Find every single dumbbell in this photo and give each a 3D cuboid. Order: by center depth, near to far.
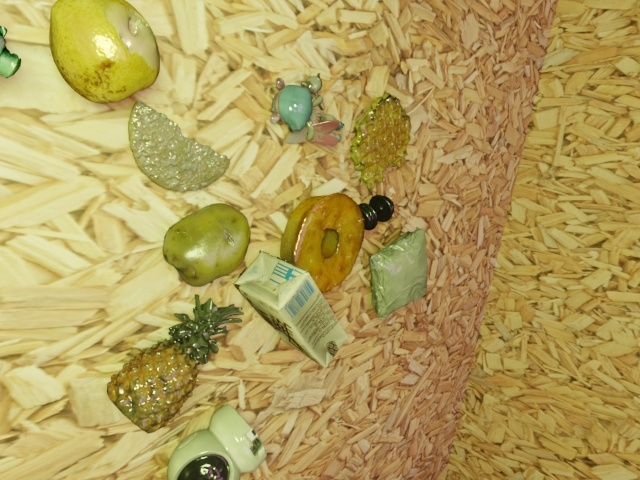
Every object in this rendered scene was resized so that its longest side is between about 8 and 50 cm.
[{"bbox_3d":[0.181,-0.095,1.407,0.208,0.099,0.099,-28,124,-38],"label":"dumbbell"}]

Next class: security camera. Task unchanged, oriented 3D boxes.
[{"bbox_3d":[-0.283,0.576,1.084,0.236,0.194,0.195,-33,127,-30],"label":"security camera"}]

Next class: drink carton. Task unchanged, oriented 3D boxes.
[{"bbox_3d":[-0.077,0.197,1.157,0.132,0.194,0.324,-50,135,-21],"label":"drink carton"}]

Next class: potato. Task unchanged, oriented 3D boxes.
[{"bbox_3d":[-0.250,0.007,0.937,0.200,0.137,0.155,-41,131,-29],"label":"potato"}]

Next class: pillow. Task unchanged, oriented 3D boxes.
[{"bbox_3d":[0.300,0.134,1.600,0.283,0.138,0.310,-24,120,-30],"label":"pillow"}]

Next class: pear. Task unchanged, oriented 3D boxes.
[{"bbox_3d":[-0.353,-0.319,0.680,0.178,0.178,0.178,-20,119,-42],"label":"pear"}]

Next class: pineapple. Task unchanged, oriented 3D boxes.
[{"bbox_3d":[-0.310,0.256,0.954,0.340,0.169,0.169,-48,134,-29],"label":"pineapple"}]

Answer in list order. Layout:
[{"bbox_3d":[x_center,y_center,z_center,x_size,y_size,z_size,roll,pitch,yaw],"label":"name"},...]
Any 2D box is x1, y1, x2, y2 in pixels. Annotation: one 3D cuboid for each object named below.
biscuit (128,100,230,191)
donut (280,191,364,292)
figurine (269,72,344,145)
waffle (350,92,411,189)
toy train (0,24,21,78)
[{"bbox_3d":[-0.308,-0.173,0.886,0.250,0.032,0.133,31,82,-50],"label":"biscuit"},{"bbox_3d":[0.000,0.000,1.233,0.303,0.110,0.303,-19,117,-42],"label":"donut"},{"bbox_3d":[-0.016,-0.346,1.090,0.260,0.103,0.205,12,95,-49],"label":"figurine"},{"bbox_3d":[0.209,-0.328,1.384,0.301,0.058,0.281,-55,135,-17],"label":"waffle"},{"bbox_3d":[-0.523,-0.299,0.506,0.269,0.154,0.115,27,85,-49],"label":"toy train"}]
